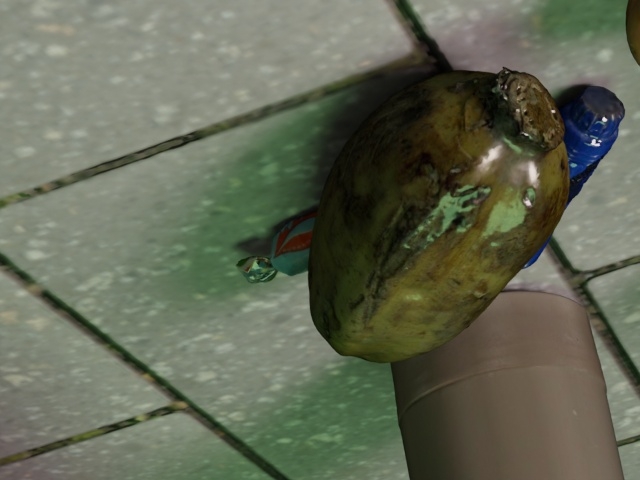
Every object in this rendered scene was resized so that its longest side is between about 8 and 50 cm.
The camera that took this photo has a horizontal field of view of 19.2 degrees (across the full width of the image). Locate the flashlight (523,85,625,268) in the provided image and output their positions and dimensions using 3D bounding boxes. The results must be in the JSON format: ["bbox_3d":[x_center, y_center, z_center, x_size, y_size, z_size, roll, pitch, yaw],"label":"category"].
[{"bbox_3d":[0.097,-0.025,0.842,0.035,0.057,0.121,31,140,3],"label":"flashlight"}]

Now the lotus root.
[{"bbox_3d":[0.045,-0.010,0.794,0.089,0.080,0.179,13,141,-18],"label":"lotus root"}]

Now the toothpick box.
[{"bbox_3d":[0.101,0.126,0.970,0.111,0.180,0.111,-7,153,-4],"label":"toothpick box"}]

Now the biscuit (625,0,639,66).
[{"bbox_3d":[0.277,-0.079,0.708,0.320,0.047,0.183,9,122,-1],"label":"biscuit"}]

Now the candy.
[{"bbox_3d":[0.000,0.001,0.869,0.083,0.020,0.030,-25,150,21],"label":"candy"}]
